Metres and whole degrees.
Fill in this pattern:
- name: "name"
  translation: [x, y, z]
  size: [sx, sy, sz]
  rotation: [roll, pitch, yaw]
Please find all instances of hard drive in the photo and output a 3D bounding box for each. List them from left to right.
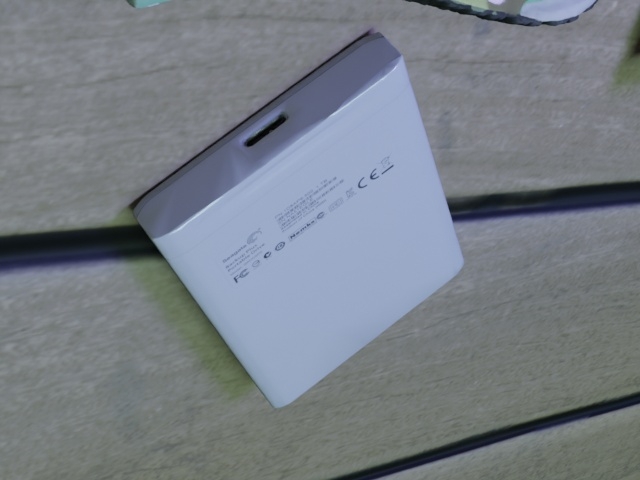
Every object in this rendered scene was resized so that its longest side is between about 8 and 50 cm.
- name: "hard drive"
  translation: [0.000, 0.000, 1.170]
  size: [0.233, 0.047, 0.353]
  rotation: [-37, 150, -6]

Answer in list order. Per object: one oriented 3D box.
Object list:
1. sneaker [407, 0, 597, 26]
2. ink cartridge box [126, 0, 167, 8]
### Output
- name: "sneaker"
  translation: [0.148, -0.268, 0.886]
  size: [0.410, 0.158, 0.182]
  rotation: [-36, 133, -41]
- name: "ink cartridge box"
  translation: [-0.031, -0.253, 0.787]
  size: [0.181, 0.056, 0.225]
  rotation: [-21, 147, -30]
